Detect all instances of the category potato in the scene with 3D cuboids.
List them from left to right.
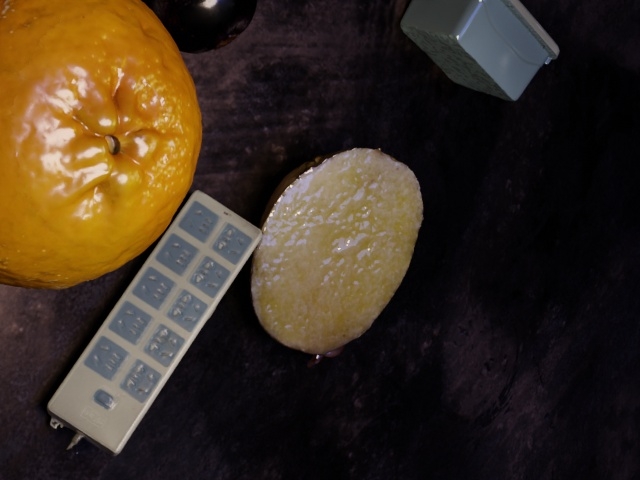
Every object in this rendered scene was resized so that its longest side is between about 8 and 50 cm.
[{"bbox_3d":[0.000,0.000,1.667,0.239,0.116,0.299,20,96,-35],"label":"potato"}]

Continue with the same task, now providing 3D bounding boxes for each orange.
[{"bbox_3d":[-0.278,-0.116,1.226,0.340,0.293,0.341,-9,102,-45],"label":"orange"}]

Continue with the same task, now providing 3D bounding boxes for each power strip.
[{"bbox_3d":[-0.204,0.103,1.491,0.106,0.043,0.367,33,70,-2],"label":"power strip"}]

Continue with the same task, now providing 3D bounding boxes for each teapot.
[{"bbox_3d":[0.001,0.136,1.744,0.068,0.045,0.100,31,57,-23],"label":"teapot"}]

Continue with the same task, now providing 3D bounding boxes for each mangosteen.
[{"bbox_3d":[-0.151,-0.301,1.452,0.137,0.137,0.151,-34,87,-36],"label":"mangosteen"}]

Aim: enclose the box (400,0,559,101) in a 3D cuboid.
[{"bbox_3d":[0.236,-0.315,1.813,0.227,0.162,0.130,35,84,-43],"label":"box"}]
